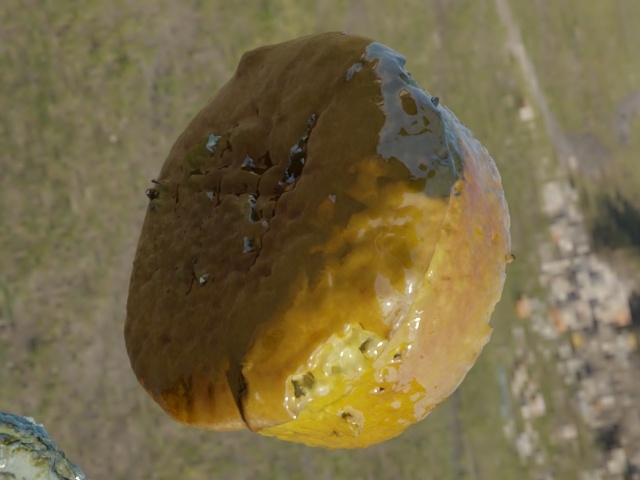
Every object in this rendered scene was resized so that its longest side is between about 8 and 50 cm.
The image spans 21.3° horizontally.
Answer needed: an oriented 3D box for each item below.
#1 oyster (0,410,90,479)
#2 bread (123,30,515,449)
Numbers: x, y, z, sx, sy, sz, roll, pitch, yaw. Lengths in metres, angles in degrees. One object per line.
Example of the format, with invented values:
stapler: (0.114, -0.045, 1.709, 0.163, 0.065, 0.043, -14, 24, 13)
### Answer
oyster: (-0.212, 0.155, 1.018, 0.177, 0.125, 0.064, 38, -12, -21)
bread: (0.000, 0.000, 1.042, 0.146, 0.268, 0.268, 29, 46, -40)
